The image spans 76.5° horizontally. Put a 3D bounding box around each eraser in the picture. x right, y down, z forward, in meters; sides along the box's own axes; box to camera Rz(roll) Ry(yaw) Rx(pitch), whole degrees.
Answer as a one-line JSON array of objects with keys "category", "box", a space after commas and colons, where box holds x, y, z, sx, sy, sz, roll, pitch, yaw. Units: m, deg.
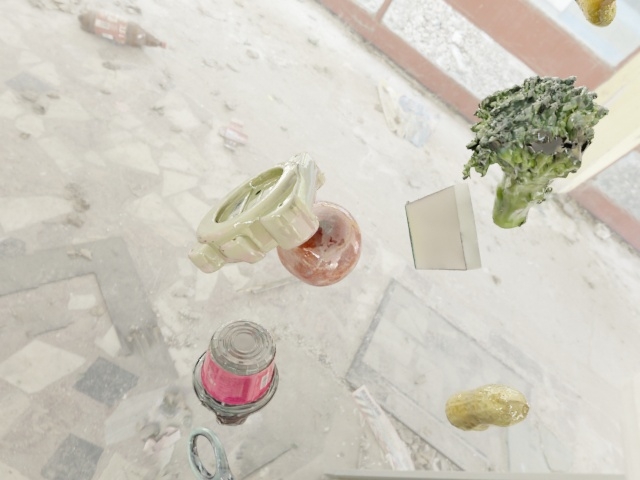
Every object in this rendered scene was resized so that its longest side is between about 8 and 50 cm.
[{"category": "eraser", "box": [0.157, -0.013, 0.541, 0.023, 0.150, 0.104, -8, 88, -11]}]

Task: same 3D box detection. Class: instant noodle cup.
[{"category": "instant noodle cup", "box": [-0.231, 0.346, 1.171, 0.258, 0.182, 0.303, 3, 39, -21]}]

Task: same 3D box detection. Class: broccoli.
[{"category": "broccoli", "box": [0.318, -0.110, 0.643, 0.164, 0.304, 0.146, 14, 66, 24]}]

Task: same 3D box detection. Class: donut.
[{"category": "donut", "box": [0.325, -0.274, 0.442, 0.067, 0.083, 0.038, 13, 71, -39]}]

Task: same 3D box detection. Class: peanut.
[{"category": "peanut", "box": [0.441, 0.449, 1.079, 0.125, 0.274, 0.111, 24, 59, -8]}]

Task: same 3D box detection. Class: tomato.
[{"category": "tomato", "box": [0.000, 0.000, 1.249, 0.270, 0.227, 0.271, 2, 66, -5]}]

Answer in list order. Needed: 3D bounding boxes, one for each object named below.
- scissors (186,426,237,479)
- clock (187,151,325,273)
[{"category": "scissors", "box": [-0.086, 0.437, 0.615, 0.029, 0.383, 0.256, 6, 76, -51]}, {"category": "clock", "box": [-0.143, -0.060, 0.924, 0.114, 0.309, 0.284, 52, 25, -28]}]
